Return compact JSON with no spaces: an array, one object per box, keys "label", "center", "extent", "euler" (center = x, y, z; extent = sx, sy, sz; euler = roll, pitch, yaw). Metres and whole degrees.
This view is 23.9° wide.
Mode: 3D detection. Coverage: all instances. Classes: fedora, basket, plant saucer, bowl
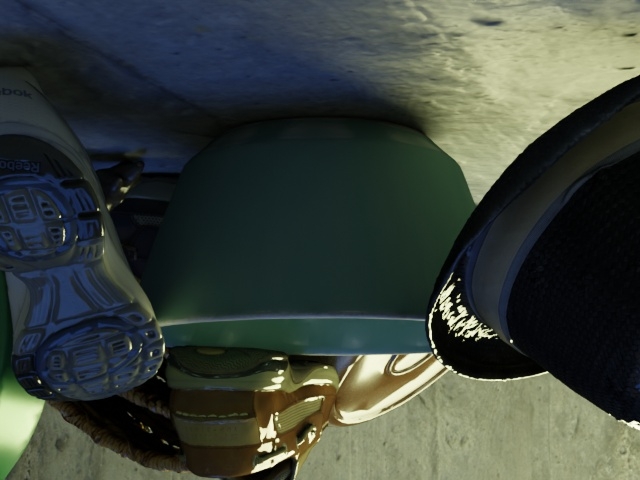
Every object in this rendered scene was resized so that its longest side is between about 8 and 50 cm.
[{"label":"fedora","center":[0.231,0.034,1.013],"extent":[0.334,0.152,0.334],"euler":[-26,149,-17]},{"label":"basket","center":[-0.197,0.128,1.604],"extent":[0.299,0.213,0.223],"euler":[21,-177,32]},{"label":"plant saucer","center":[0.091,0.096,1.566],"extent":[0.310,0.050,0.310],"euler":[-32,156,-17]},{"label":"bowl","center":[0.000,0.000,1.203],"extent":[0.311,0.163,0.311],"euler":[-1,171,0]}]

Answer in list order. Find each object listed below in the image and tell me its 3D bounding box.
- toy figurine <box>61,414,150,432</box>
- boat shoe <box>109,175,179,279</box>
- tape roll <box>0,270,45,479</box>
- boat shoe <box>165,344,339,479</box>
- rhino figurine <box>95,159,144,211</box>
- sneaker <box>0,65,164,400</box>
[{"label":"toy figurine","center":[-0.275,0.169,2.110],"extent":[0.209,0.213,0.148],"euler":[8,-179,-20]},{"label":"boat shoe","center":[-0.117,0.014,1.386],"extent":[0.355,0.130,0.132],"euler":[-2,171,11]},{"label":"tape roll","center":[-0.362,0.075,1.171],"extent":[0.321,0.321,0.077],"euler":[-3,170,19]},{"label":"boat shoe","center":[-0.062,0.161,1.328],"extent":[0.122,0.120,0.324],"euler":[-1,172,15]},{"label":"rhino figurine","center":[-0.238,-0.008,1.303],"extent":[0.243,0.073,0.106],"euler":[-29,-177,28]},{"label":"sneaker","center":[-0.177,0.003,1.052],"extent":[0.111,0.129,0.297],"euler":[-10,138,-4]}]
